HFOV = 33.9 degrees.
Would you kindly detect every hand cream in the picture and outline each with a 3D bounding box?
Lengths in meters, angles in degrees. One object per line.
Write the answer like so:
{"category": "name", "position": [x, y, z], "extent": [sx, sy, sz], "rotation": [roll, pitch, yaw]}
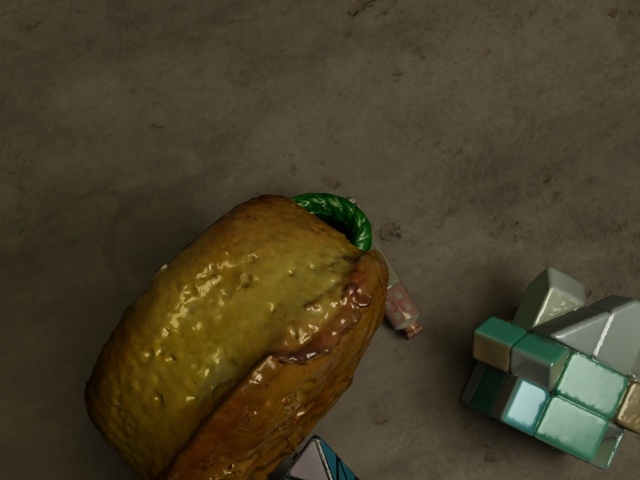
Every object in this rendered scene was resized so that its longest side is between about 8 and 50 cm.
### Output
{"category": "hand cream", "position": [0.074, 0.040, 1.432], "extent": [0.067, 0.043, 0.209], "rotation": [-30, 79, -15]}

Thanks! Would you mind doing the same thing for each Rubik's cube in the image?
{"category": "Rubik's cube", "position": [0.000, 0.380, 1.236], "extent": [0.190, 0.211, 0.178], "rotation": [-38, 52, 2]}
{"category": "Rubik's cube", "position": [0.310, 0.158, 1.371], "extent": [0.265, 0.224, 0.212], "rotation": [26, 86, -9]}

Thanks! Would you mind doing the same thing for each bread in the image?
{"category": "bread", "position": [-0.081, 0.130, 1.179], "extent": [0.215, 0.398, 0.398], "rotation": [40, 69, 12]}

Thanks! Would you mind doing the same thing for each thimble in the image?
{"category": "thimble", "position": [0.000, 0.000, 1.382], "extent": [0.130, 0.090, 0.118], "rotation": [31, 77, 12]}
